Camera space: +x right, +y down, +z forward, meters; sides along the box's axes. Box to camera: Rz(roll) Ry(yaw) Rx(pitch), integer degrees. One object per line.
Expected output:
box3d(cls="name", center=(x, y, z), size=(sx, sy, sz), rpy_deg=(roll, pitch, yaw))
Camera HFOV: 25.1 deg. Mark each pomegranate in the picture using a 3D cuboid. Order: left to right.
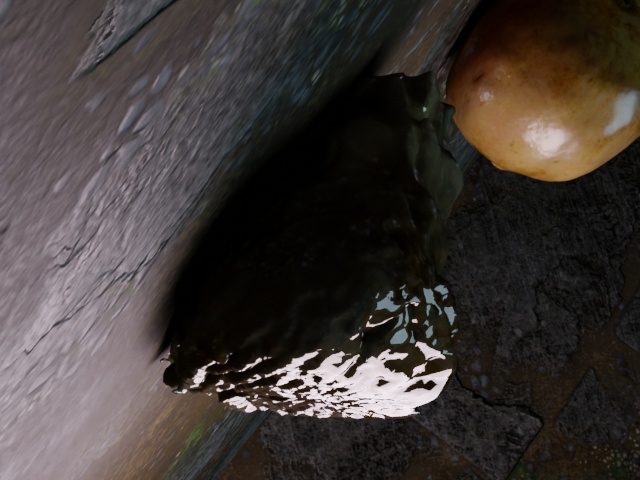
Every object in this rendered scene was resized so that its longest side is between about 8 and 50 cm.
box3d(cls="pomegranate", center=(0.263, -0.177, 1.641), size=(0.270, 0.229, 0.252), rpy_deg=(-51, 176, 39))

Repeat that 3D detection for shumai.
box3d(cls="shumai", center=(-0.001, -0.003, 1.199), size=(0.346, 0.217, 0.283), rpy_deg=(139, -41, -70))
